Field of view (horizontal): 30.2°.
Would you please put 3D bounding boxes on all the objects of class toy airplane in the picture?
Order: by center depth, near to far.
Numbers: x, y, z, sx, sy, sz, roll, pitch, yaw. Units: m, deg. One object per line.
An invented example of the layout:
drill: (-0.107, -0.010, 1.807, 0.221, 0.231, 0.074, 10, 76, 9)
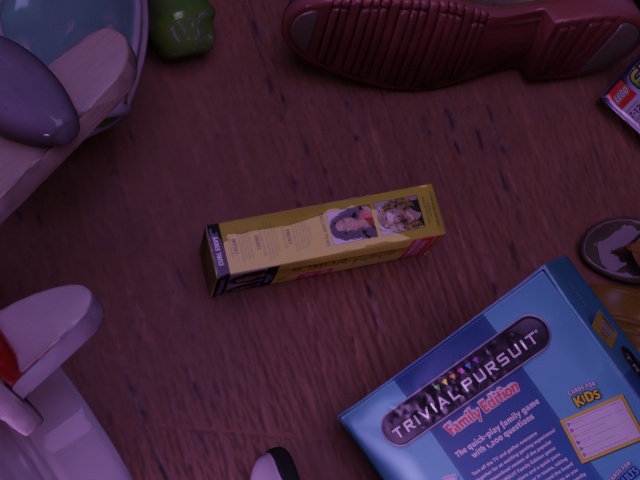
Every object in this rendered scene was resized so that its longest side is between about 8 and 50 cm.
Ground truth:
toy airplane: (-0.340, 0.007, 0.882, 0.385, 0.272, 0.386, -17, 36, 26)

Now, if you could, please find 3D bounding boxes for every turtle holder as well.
turtle holder: (-0.271, -0.205, 1.142, 0.243, 0.320, 0.227, -23, 90, 21)

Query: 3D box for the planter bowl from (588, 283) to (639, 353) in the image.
planter bowl: (0.327, 0.130, 1.160, 0.217, 0.217, 0.090, 14, 111, -5)

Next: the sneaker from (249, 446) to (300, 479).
sneaker: (-0.087, 0.320, 1.051, 0.145, 0.090, 0.270, 1, 74, -12)

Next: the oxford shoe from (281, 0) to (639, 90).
oxford shoe: (0.144, -0.256, 1.270, 0.397, 0.140, 0.146, -1, 62, -18)

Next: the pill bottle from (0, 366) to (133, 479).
pill bottle: (-0.343, 0.250, 0.971, 0.361, 0.204, 0.204, -33, 80, -18)

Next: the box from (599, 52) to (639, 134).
box: (0.409, -0.192, 1.258, 0.114, 0.207, 0.036, 43, 29, 6)

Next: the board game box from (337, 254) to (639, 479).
board game box: (0.213, 0.222, 1.061, 0.254, 0.079, 0.336, -39, 79, 25)

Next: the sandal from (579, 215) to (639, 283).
sandal: (0.361, 0.020, 1.228, 0.180, 0.049, 0.072, 21, 82, 14)

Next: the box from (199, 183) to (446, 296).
box: (0.000, 0.000, 1.175, 0.232, 0.087, 0.058, -11, 76, -14)
